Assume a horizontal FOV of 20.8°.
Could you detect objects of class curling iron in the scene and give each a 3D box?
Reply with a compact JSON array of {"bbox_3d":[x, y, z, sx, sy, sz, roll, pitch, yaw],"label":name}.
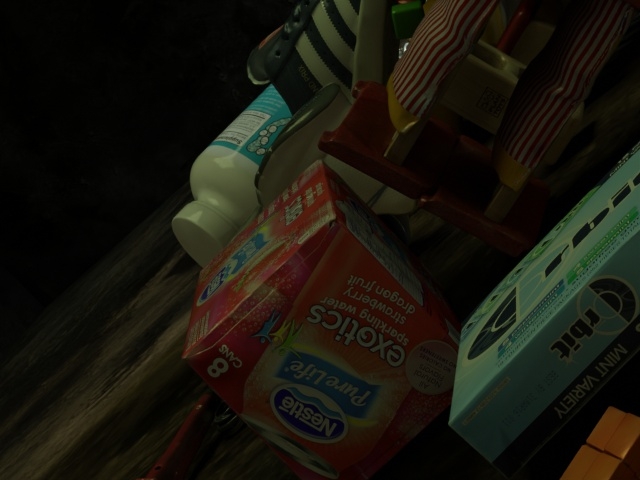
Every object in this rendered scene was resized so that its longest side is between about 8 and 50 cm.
[{"bbox_3d":[-0.114,0.179,1.296,0.068,0.035,0.274,-36,11,43],"label":"curling iron"}]

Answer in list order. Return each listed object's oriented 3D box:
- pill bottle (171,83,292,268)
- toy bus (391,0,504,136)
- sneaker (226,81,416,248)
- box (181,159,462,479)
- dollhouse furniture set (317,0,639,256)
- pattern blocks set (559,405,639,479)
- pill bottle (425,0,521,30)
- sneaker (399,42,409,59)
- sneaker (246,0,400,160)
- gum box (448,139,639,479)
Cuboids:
[{"bbox_3d":[-0.037,-0.079,1.844,0.264,0.146,0.146,-47,9,-22],"label":"pill bottle"},{"bbox_3d":[0.131,-0.161,1.580,0.104,0.202,0.191,-11,6,7],"label":"toy bus"},{"bbox_3d":[0.000,0.000,1.427,0.111,0.129,0.297,-50,-8,-29],"label":"sneaker"},{"bbox_3d":[0.003,0.048,1.079,0.122,0.128,0.257,-42,9,6],"label":"box"},{"bbox_3d":[0.144,-0.165,1.212,0.201,0.152,0.374,-60,1,26],"label":"dollhouse furniture set"},{"bbox_3d":[0.200,0.020,0.642,0.285,0.026,0.325,-41,8,16],"label":"pattern blocks set"},{"bbox_3d":[0.169,-0.263,1.885,0.117,0.117,0.215,-40,9,22],"label":"pill bottle"},{"bbox_3d":[0.072,-0.208,2.017,0.229,0.132,0.086,-43,8,2],"label":"sneaker"},{"bbox_3d":[0.006,-0.210,1.670,0.131,0.148,0.350,-45,-37,-65],"label":"sneaker"},{"bbox_3d":[0.130,0.020,0.832,0.157,0.041,0.184,-47,2,13],"label":"gum box"}]
